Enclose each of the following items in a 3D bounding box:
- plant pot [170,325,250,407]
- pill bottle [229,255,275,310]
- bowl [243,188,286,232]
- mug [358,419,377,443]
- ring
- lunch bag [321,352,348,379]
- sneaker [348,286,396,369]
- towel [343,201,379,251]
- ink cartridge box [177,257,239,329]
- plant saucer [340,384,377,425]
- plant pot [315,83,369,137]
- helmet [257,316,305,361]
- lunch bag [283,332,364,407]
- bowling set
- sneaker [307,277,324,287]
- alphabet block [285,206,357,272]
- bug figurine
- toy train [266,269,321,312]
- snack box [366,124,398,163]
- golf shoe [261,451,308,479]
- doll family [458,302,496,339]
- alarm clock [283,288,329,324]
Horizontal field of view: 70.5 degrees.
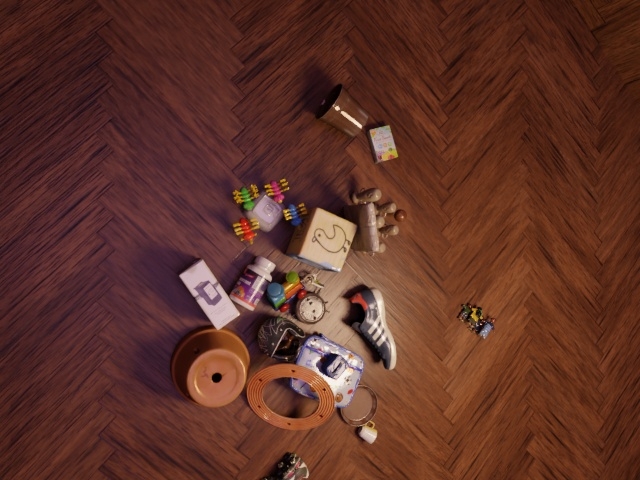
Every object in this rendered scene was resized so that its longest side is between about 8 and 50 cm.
[{"bbox_3d":[-0.381,0.466,1.616,0.291,0.203,0.290,0,90,-20],"label":"plant pot"},{"bbox_3d":[-0.252,0.158,1.715,0.108,0.108,0.193,33,78,-16],"label":"pill bottle"},{"bbox_3d":[-0.210,-0.117,1.764,0.142,0.053,0.142,42,75,-15],"label":"bowl"},{"bbox_3d":[0.193,0.802,1.900,0.064,0.078,0.062,33,111,-7],"label":"mug"},{"bbox_3d":[-0.112,0.589,1.712,0.337,0.032,0.336,3,118,5],"label":"ring"},{"bbox_3d":[0.054,0.483,1.730,0.067,0.065,0.098,48,67,-10],"label":"lunch bag"},{"bbox_3d":[0.205,0.377,1.875,0.148,0.131,0.350,-15,89,-12],"label":"sneaker"},{"bbox_3d":[0.154,-0.052,1.770,0.049,0.282,0.187,-9,93,-15],"label":"towel"},{"bbox_3d":[-0.405,0.187,1.626,0.100,0.172,0.237,-35,100,-17],"label":"ink cartridge box"},{"bbox_3d":[0.158,0.688,1.897,0.168,0.029,0.168,0,90,-20],"label":"plant saucer"},{"bbox_3d":[0.096,-0.514,1.828,0.165,0.167,0.167,31,79,-24],"label":"plant pot"},{"bbox_3d":[-0.159,0.368,1.712,0.162,0.169,0.169,25,81,-28],"label":"helmet"},{"bbox_3d":[0.014,0.510,1.805,0.303,0.115,0.243,29,78,-18],"label":"lunch bag"},{"bbox_3d":[0.249,-0.077,1.899,0.200,0.154,0.287,-1,88,-38],"label":"bowling set"},{"bbox_3d":[-0.018,0.167,1.839,0.083,0.031,0.035,24,81,-18],"label":"sneaker"},{"bbox_3d":[0.000,0.000,1.764,0.192,0.193,0.197,23,82,-20],"label":"alphabet block"},{"bbox_3d":[-0.202,-0.115,1.700,0.279,0.072,0.216,-17,89,-15],"label":"bug figurine"},{"bbox_3d":[-0.098,0.156,1.737,0.248,0.143,0.105,-38,69,-16],"label":"toy train"},{"bbox_3d":[0.265,-0.412,1.944,0.100,0.037,0.141,-18,95,-20],"label":"snack box"},{"bbox_3d":[-0.162,0.957,1.743,0.273,0.105,0.120,-39,109,-15],"label":"golf shoe"},{"bbox_3d":[0.727,0.364,2.084,0.193,0.076,0.111,46,71,-19],"label":"doll family"},{"bbox_3d":[-0.061,0.279,1.809,0.192,0.064,0.129,-23,97,-15],"label":"alarm clock"}]
